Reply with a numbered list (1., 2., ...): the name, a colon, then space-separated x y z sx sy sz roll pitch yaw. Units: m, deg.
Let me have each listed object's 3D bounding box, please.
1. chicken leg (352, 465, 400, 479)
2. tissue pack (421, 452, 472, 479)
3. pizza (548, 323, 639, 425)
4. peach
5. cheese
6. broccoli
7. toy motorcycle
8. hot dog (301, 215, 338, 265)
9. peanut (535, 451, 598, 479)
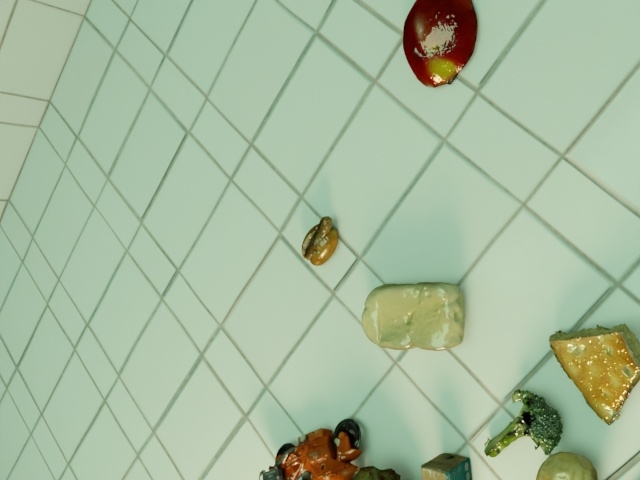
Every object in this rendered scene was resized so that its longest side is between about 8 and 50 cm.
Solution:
1. chicken leg: 0.182 0.697 1.558 0.211 0.140 0.361 -19 102 23
2. tissue pack: 0.288 0.581 1.468 0.082 0.120 0.169 -7 87 38
3. pizza: 0.573 0.255 1.283 0.188 0.080 0.204 -36 78 56
4. peach: 0.267 -0.499 1.508 0.189 0.068 0.279 -9 85 35
5. cheese: 0.216 0.178 1.538 0.263 0.093 0.159 -4 85 39
6. broccoli: 0.422 0.408 1.388 0.122 0.118 0.204 42 134 3
7. toy motorcycle: -0.008 0.609 1.692 0.325 0.147 0.221 -32 50 31
8. hot dog: 0.001 0.002 1.719 0.090 0.060 0.140 49 114 21
9. peanut: 0.492 0.545 1.320 0.123 0.123 0.257 11 105 37
